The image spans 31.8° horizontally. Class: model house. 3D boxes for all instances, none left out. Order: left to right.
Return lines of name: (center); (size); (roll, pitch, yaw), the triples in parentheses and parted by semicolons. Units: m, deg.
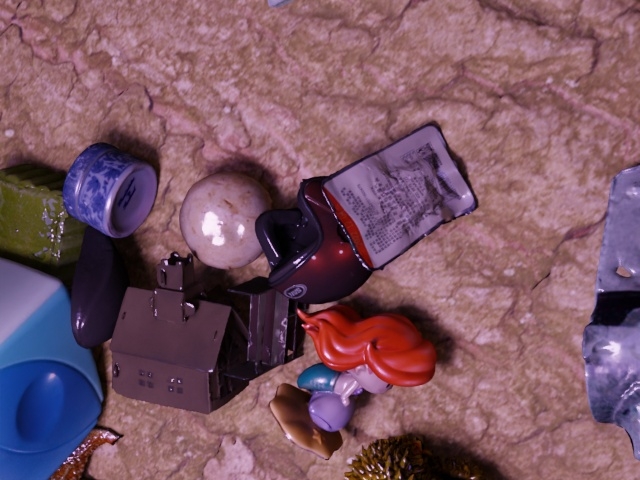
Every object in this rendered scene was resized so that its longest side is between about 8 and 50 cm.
model house: (-0.223, 0.132, 1.905); (0.211, 0.204, 0.244); (8, 112, 24)

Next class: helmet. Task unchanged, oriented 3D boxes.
helmet: (0.000, 0.000, 1.785); (0.193, 0.216, 0.189); (39, 146, -13)

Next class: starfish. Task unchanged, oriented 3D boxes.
starfish: (-0.490, 0.507, 2.147); (0.303, 0.113, 0.312); (4, 102, -1)

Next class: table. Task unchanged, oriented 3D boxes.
table: (-0.088, 0.137, 1.866); (0.062, 0.175, 0.146); (11, 105, 26)

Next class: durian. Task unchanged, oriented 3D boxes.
durian: (0.150, 0.446, 1.775); (0.258, 0.258, 0.293); (-32, 79, 26)

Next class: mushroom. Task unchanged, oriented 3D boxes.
mushroom: (-0.154, -0.035, 1.898); (0.166, 0.127, 0.166); (2, 103, 7)

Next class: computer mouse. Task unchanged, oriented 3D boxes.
computer mouse: (-0.375, 0.081, 1.967); (0.086, 0.270, 0.138); (-4, 124, -1)

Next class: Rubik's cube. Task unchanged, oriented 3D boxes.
Rubik's cube: (-0.633, 0.251, 1.997); (0.347, 0.351, 0.352); (13, 132, 24)

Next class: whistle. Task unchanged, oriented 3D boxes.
whistle: (0.469, 0.098, 1.585); (0.168, 0.188, 0.405); (-1, 98, 26)

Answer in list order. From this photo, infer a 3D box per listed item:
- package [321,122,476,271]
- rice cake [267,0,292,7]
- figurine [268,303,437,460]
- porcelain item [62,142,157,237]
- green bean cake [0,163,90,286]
package: (0.124, -0.070, 1.737); (0.166, 0.232, 0.040); (59, 160, 0)
rice cake: (0.003, -0.444, 1.796); (0.221, 0.042, 0.080); (-16, 93, 28)
figurine: (0.043, 0.205, 1.821); (0.257, 0.181, 0.208); (-47, 49, 17)
porcelain item: (-0.372, -0.090, 1.975); (0.114, 0.147, 0.147); (25, 108, 20)
green bean cake: (-0.530, -0.023, 2.081); (0.200, 0.113, 0.214); (19, 107, 21)
